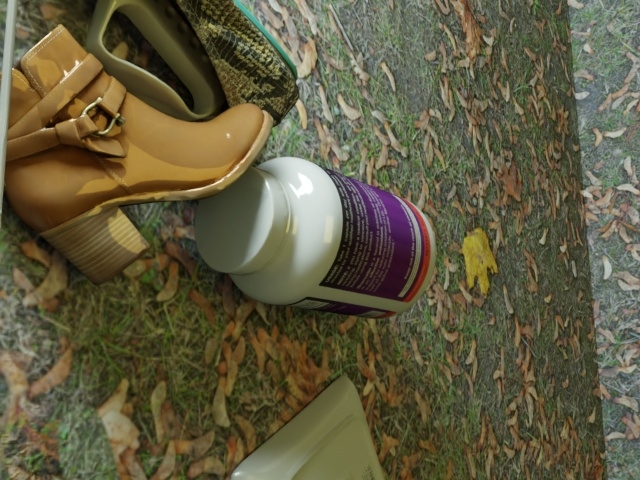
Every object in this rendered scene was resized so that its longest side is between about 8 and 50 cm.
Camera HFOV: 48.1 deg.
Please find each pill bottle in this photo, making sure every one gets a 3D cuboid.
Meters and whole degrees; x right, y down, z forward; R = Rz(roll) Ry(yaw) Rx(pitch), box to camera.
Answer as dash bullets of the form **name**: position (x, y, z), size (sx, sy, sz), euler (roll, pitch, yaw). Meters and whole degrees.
- **pill bottle**: position (0.000, 0.000, 0.923), size (0.323, 0.181, 0.181), euler (15, 70, -50)

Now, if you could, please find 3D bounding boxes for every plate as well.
- **plate**: position (0.017, 0.365, 0.979), size (0.278, 0.045, 0.277), euler (-30, 105, -52)

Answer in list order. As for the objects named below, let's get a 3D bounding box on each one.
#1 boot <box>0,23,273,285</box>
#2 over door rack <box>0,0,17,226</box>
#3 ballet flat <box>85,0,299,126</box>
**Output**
- **boot**: position (-0.198, -0.121, 0.733), size (0.283, 0.109, 0.220), euler (-41, 111, -20)
- **over door rack**: position (-0.306, -0.122, 0.509), size (0.108, 0.239, 0.324), euler (32, 58, -51)
- **ballet flat**: position (-0.199, -0.278, 0.768), size (0.182, 0.164, 0.483), euler (-53, 127, -21)
